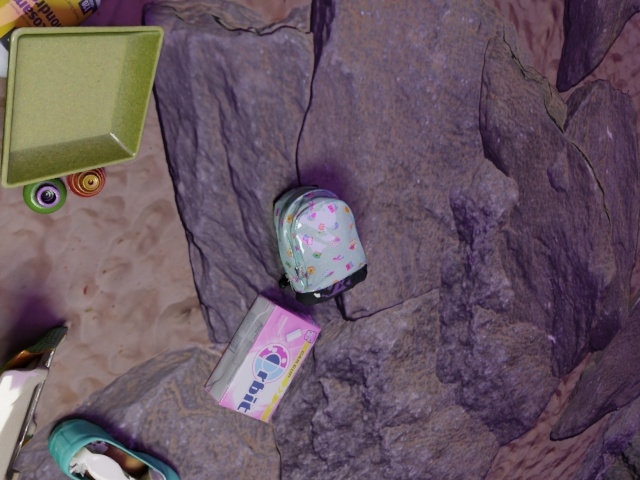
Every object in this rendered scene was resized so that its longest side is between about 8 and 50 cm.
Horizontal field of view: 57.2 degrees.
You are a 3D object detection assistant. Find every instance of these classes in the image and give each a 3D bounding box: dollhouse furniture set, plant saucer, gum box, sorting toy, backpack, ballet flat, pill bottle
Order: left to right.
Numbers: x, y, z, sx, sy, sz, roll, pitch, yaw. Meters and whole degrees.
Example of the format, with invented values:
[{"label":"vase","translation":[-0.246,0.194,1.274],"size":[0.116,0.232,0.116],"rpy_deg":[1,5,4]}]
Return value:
[{"label":"dollhouse furniture set","translation":[-0.427,0.242,0.682],"size":[0.151,0.197,0.301],"rpy_deg":[19,88,-18]},{"label":"pill bottle","translation":[-0.340,-0.244,0.635],"size":[0.184,0.103,0.103],"rpy_deg":[-48,125,-14]},{"label":"sorting toy","translation":[-0.321,-0.070,0.739],"size":[0.102,0.042,0.061],"rpy_deg":[-30,119,-24]},{"label":"plant saucer","translation":[-0.283,-0.166,0.675],"size":[0.188,0.045,0.188],"rpy_deg":[-28,150,-51]},{"label":"ballet flat","translation":[-0.289,0.348,0.857],"size":[0.083,0.087,0.247],"rpy_deg":[-50,126,-13]},{"label":"gum box","translation":[-0.091,0.189,0.963],"size":[0.107,0.062,0.188],"rpy_deg":[34,83,-37]},{"label":"backpack","translation":[0.000,0.000,0.941],"size":[0.152,0.115,0.182],"rpy_deg":[-28,115,-23]}]
